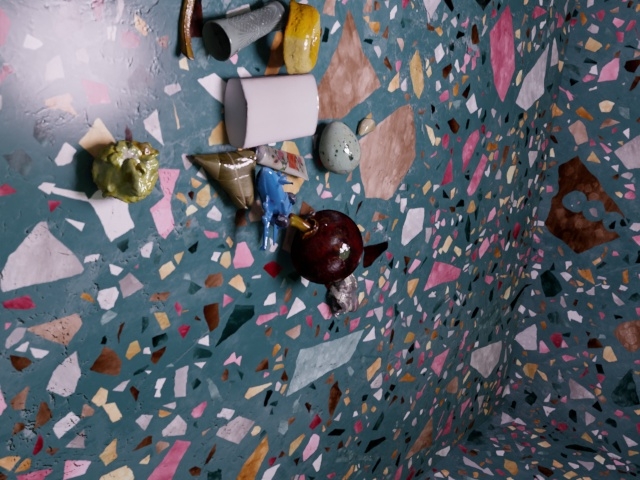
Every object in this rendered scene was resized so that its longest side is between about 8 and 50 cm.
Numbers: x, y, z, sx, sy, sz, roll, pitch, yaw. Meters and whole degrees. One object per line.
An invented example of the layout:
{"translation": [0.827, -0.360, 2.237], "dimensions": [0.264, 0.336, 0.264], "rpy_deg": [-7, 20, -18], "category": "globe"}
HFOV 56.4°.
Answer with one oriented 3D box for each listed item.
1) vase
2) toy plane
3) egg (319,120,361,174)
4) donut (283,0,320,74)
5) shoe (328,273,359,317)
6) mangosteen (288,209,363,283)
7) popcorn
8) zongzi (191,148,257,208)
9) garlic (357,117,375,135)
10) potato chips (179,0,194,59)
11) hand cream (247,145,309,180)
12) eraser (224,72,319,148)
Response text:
{"translation": [-0.177, -0.522, 1.464], "dimensions": [0.219, 0.096, 0.096], "rpy_deg": [-40, 132, -37], "category": "vase"}
{"translation": [-0.124, -0.106, 1.627], "dimensions": [0.271, 0.104, 0.254], "rpy_deg": [97, 6, -59], "category": "toy plane"}
{"translation": [0.058, -0.279, 1.803], "dimensions": [0.131, 0.131, 0.164], "rpy_deg": [-41, 134, -32], "category": "egg"}
{"translation": [-0.045, -0.526, 1.554], "dimensions": [0.174, 0.074, 0.190], "rpy_deg": [88, 10, -54], "category": "donut"}
{"translation": [0.070, 0.179, 2.049], "dimensions": [0.092, 0.089, 0.180], "rpy_deg": [-25, 121, -28], "category": "shoe"}
{"translation": [0.000, 0.000, 1.783], "dimensions": [0.261, 0.235, 0.236], "rpy_deg": [41, 72, -34], "category": "mangosteen"}
{"translation": [-0.425, -0.149, 1.304], "dimensions": [0.141, 0.163, 0.136], "rpy_deg": [-3, 145, -26], "category": "popcorn"}
{"translation": [-0.249, -0.152, 1.544], "dimensions": [0.176, 0.078, 0.160], "rpy_deg": [-14, 116, -35], "category": "zongzi"}
{"translation": [0.154, -0.374, 1.956], "dimensions": [0.083, 0.041, 0.053], "rpy_deg": [-24, 127, -51], "category": "garlic"}
{"translation": [-0.300, -0.518, 1.365], "dimensions": [0.026, 0.037, 0.204], "rpy_deg": [-6, 104, -59], "category": "potato chips"}
{"translation": [-0.112, -0.225, 1.689], "dimensions": [0.233, 0.050, 0.080], "rpy_deg": [9, 64, -52], "category": "hand cream"}
{"translation": [-0.124, -0.350, 1.590], "dimensions": [0.270, 0.094, 0.174], "rpy_deg": [-20, 120, -43], "category": "eraser"}
